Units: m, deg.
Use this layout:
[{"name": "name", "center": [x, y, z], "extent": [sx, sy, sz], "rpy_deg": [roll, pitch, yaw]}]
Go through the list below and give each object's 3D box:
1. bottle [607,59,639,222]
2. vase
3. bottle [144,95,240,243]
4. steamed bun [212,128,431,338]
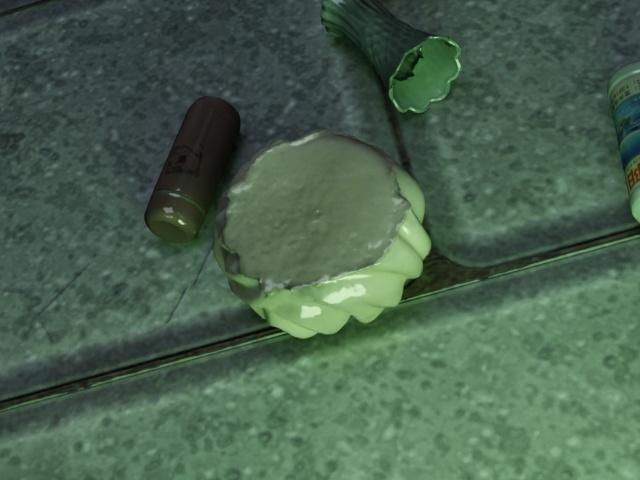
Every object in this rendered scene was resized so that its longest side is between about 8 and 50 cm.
[{"name": "bottle", "center": [0.277, -0.050, 0.887], "extent": [0.060, 0.060, 0.217], "rpy_deg": [-8, 54, 9]}, {"name": "vase", "center": [0.059, -0.191, 1.036], "extent": [0.081, 0.081, 0.149], "rpy_deg": [-33, 50, -9]}, {"name": "bottle", "center": [-0.116, -0.065, 1.006], "extent": [0.053, 0.053, 0.140], "rpy_deg": [7, 59, 19]}, {"name": "steamed bun", "center": [0.000, 0.000, 0.900], "extent": [0.182, 0.106, 0.183], "rpy_deg": [-7, 58, 12]}]
